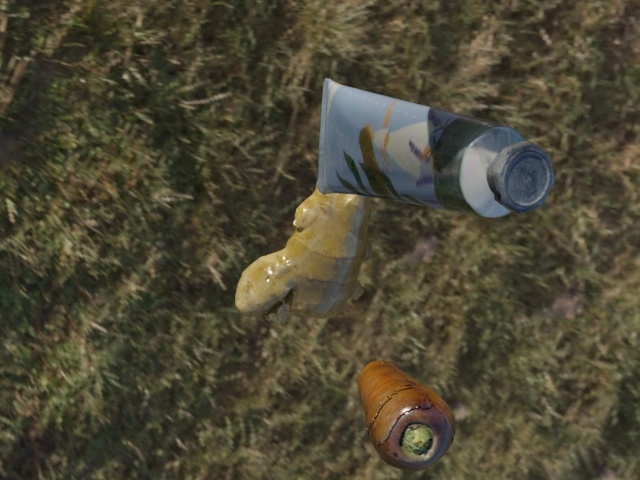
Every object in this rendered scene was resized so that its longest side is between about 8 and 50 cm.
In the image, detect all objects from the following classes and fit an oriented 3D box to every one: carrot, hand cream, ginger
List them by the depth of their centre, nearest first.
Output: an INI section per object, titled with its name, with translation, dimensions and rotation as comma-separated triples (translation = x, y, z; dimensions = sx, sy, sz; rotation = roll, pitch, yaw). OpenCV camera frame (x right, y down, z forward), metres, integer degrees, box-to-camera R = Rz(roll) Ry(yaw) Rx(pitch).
[carrot]
translation = 0.051, 0.114, 0.826
dimensions = 0.055, 0.161, 0.055
rotation = 0, 94, -6
[hand cream]
translation = 0.061, -0.059, 0.853
dimensions = 0.058, 0.271, 0.091
rotation = -5, 103, -28
[ginger]
translation = 0.007, 0.012, 1.258
dimensions = 0.115, 0.081, 0.205
rotation = 36, 104, -1
